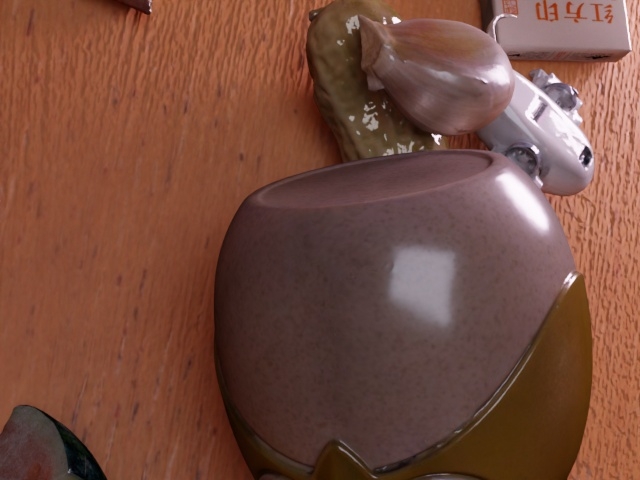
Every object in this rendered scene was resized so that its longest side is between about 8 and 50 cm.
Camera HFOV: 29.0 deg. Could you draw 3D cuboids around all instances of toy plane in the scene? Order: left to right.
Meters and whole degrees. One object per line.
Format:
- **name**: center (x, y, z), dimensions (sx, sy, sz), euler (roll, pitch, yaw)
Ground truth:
- **toy plane**: center (0.251, -0.150, 1.618), dimensions (0.252, 0.118, 0.252), euler (14, 57, -22)

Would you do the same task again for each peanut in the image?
- **peanut**: center (0.076, -0.165, 1.556), dimensions (0.143, 0.159, 0.291), euler (-20, 96, 18)

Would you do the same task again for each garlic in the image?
- **garlic**: center (0.178, -0.203, 1.497), dimensions (0.266, 0.128, 0.148), euler (-11, 101, -46)

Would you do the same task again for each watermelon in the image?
- **watermelon**: center (-0.305, 0.298, 1.394), dimensions (0.202, 0.136, 0.207), euler (-14, 111, 18)

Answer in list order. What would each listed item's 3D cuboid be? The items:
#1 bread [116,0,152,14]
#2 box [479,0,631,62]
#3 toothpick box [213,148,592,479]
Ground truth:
- **bread**: center (-0.283, -0.368, 1.549), dimensions (0.192, 0.067, 0.119), euler (22, 72, -9)
- **box**: center (0.314, -0.428, 1.737), dimensions (0.204, 0.051, 0.365), euler (0, 77, -16)
- **toothpick box**: center (0.090, 0.137, 1.340), dimensions (0.409, 0.409, 0.425), euler (-15, 103, -18)
